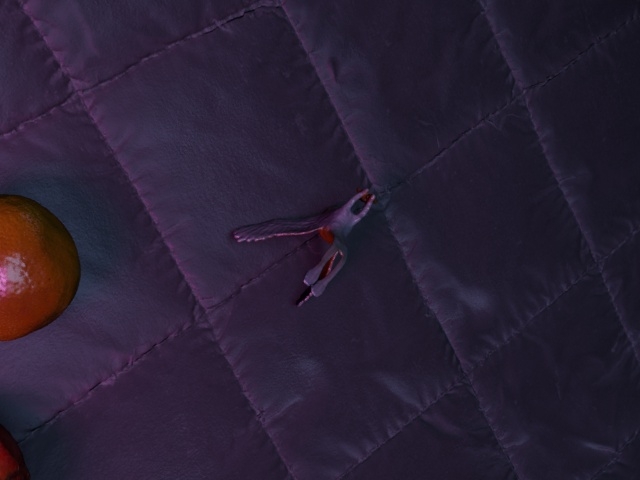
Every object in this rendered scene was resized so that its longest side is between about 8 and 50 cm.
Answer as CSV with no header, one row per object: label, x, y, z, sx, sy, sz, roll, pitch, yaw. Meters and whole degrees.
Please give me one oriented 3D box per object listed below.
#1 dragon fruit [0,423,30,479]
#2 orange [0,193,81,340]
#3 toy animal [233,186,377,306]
dragon fruit,-0.655,0.434,1.660,0.295,0.301,0.296,-12,118,-23
orange,-0.556,0.043,1.711,0.264,0.264,0.264,-1,92,-28
toy animal,0.015,-0.016,1.989,0.302,0.284,0.225,-45,109,-18
